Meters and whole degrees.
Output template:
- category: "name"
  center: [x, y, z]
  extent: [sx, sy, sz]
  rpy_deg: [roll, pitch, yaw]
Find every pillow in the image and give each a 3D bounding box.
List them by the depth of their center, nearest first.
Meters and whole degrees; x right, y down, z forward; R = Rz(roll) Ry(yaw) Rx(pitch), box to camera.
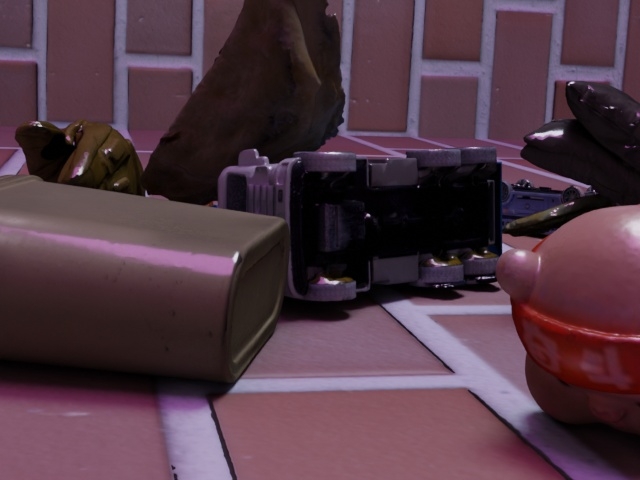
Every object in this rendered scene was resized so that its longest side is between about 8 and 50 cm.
- category: "pillow"
  center: [0.336, -0.068, 1.062]
  extent: [0.228, 0.101, 0.326]
  rpy_deg: [35, 15, 12]

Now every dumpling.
- category: "dumpling"
  center: [-0.059, -0.122, 1.075]
  extent: [0.166, 0.332, 0.086]
  rpy_deg: [25, 39, -13]

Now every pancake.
- category: "pancake"
  center: [0.265, -0.024, 1.187]
  extent: [0.129, 0.022, 0.116]
  rpy_deg: [-20, -13, 32]

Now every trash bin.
- category: "trash bin"
  center: [-0.163, 0.027, 0.818]
  extent: [0.247, 0.121, 0.243]
  rpy_deg: [7, 10, 7]

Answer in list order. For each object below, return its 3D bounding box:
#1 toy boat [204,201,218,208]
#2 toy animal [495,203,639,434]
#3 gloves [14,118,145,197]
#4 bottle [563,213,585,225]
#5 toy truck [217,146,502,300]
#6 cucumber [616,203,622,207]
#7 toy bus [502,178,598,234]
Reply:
- category: "toy boat"
  center: [-0.139, -0.044, 1.245]
  extent: [0.091, 0.110, 0.175]
  rpy_deg: [-3, 9, -17]
- category: "toy animal"
  center: [0.217, 0.052, 0.667]
  extent: [0.198, 0.171, 0.171]
  rpy_deg: [4, 6, -39]
- category: "gloves"
  center: [-0.268, -0.060, 1.198]
  extent: [0.141, 0.154, 0.331]
  rpy_deg: [-2, 4, -14]
- category: "bottle"
  center: [0.280, 0.011, 1.111]
  extent: [0.083, 0.083, 0.269]
  rpy_deg: [2, 2, 1]
- category: "toy truck"
  center: [0.060, -0.022, 1.078]
  extent: [0.175, 0.146, 0.367]
  rpy_deg: [1, 3, 44]
- category: "cucumber"
  center: [0.487, -0.048, 1.571]
  extent: [0.115, 0.062, 0.116]
  rpy_deg: [5, 8, 39]
- category: "toy bus"
  center: [0.310, -0.043, 1.448]
  extent: [0.167, 0.076, 0.073]
  rpy_deg: [9, 10, 43]
